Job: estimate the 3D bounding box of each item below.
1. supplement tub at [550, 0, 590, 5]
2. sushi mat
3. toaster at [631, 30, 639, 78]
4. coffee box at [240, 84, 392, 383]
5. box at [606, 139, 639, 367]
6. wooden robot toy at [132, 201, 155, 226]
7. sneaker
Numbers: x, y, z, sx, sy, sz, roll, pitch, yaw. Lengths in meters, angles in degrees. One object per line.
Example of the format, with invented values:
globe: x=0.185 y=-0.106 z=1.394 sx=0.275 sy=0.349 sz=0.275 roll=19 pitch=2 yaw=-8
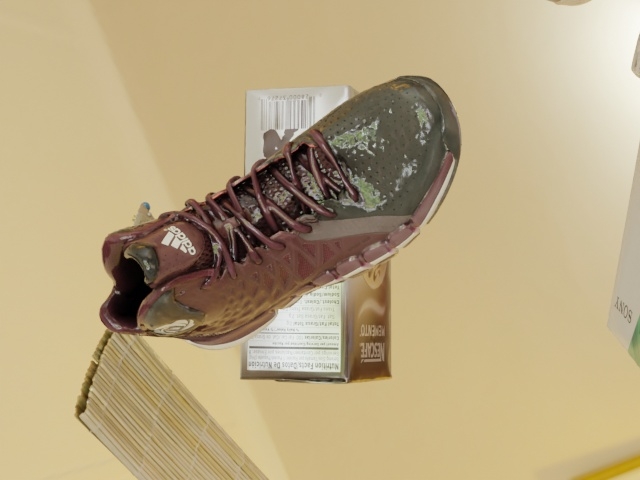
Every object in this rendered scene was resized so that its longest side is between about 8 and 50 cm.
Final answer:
supplement tub: x=0.129 y=-0.365 z=1.136 sx=0.325 sy=0.235 sz=0.235 roll=16 pitch=-149 yaw=-5
sushi mat: x=-0.132 y=0.223 z=1.275 sx=0.316 sy=0.019 sz=0.151 roll=53 pitch=-151 yaw=-29
toaster: x=0.505 y=-0.269 z=1.646 sx=0.227 sy=0.146 sz=0.129 roll=-58 pitch=-20 yaw=-26
coffee box: x=0.000 y=0.000 z=1.316 sx=0.168 sy=0.119 sz=0.297 roll=12 pitch=-102 yaw=-72
box: x=0.211 y=-0.077 z=0.599 sx=0.232 sy=0.058 sz=0.322 roll=-85 pitch=1 yaw=-80
wooden robot toy: x=-0.187 y=0.031 z=1.433 sx=0.079 sy=0.173 sz=0.076 roll=18 pitch=-135 yaw=-2
sneaker: x=-0.041 y=-0.007 z=0.832 sx=0.162 sy=0.281 sz=0.106 roll=-1 pitch=-125 yaw=-56
